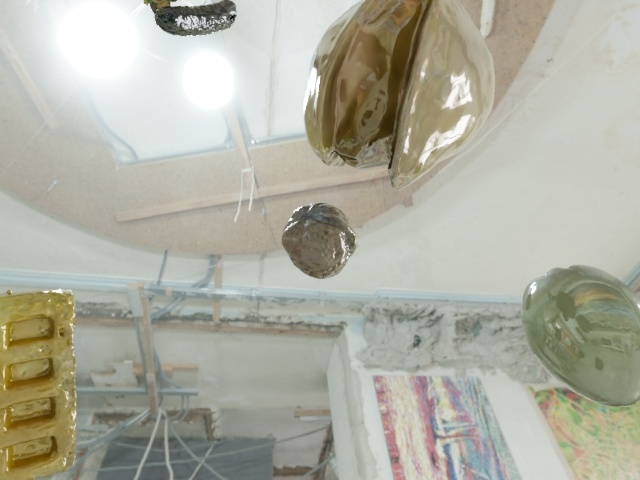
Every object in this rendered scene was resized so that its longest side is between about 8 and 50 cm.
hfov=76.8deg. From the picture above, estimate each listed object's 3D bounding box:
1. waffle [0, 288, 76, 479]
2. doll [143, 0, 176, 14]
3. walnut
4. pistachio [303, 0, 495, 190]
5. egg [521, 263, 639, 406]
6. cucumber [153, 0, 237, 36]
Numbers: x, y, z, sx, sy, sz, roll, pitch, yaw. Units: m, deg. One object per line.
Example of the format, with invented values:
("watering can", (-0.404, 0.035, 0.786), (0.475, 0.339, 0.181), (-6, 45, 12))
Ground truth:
("waffle", (-0.423, 0.186, 0.485), (0.221, 0.055, 0.247), (-1, -82, -37))
("doll", (-0.332, -0.538, 0.863), (0.113, 0.076, 0.078), (2, -49, 44))
("walnut", (-0.002, 0.001, 1.317), (0.248, 0.248, 0.248), (-3, -49, -4))
("pistachio", (0.097, -0.189, 0.503), (0.229, 0.321, 0.238), (17, -54, 15))
("egg", (0.436, 0.158, 0.659), (0.183, 0.217, 0.183), (-1, -35, -1))
("cucumber", (-0.263, -0.472, 0.865), (0.067, 0.245, 0.067), (14, -51, 19))
